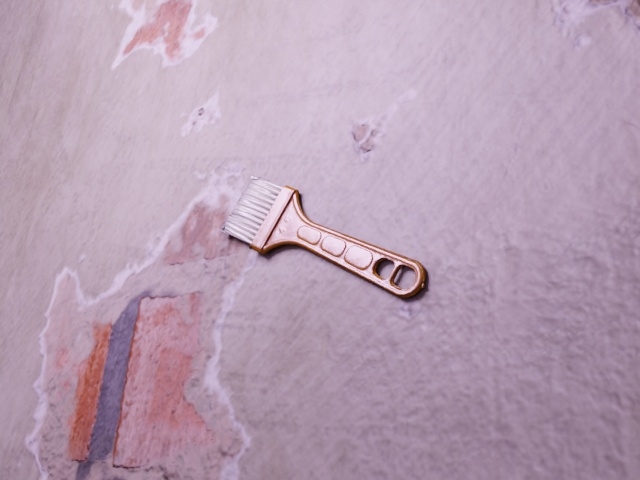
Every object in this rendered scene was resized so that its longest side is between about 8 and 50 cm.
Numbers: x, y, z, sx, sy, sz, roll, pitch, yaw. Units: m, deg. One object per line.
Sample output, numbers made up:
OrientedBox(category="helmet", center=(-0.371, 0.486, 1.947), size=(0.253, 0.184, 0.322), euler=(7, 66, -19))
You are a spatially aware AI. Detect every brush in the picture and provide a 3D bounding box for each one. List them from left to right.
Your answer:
OrientedBox(category="brush", center=(0.000, 0.000, 1.034), size=(0.314, 0.017, 0.090), euler=(24, 84, 42))
